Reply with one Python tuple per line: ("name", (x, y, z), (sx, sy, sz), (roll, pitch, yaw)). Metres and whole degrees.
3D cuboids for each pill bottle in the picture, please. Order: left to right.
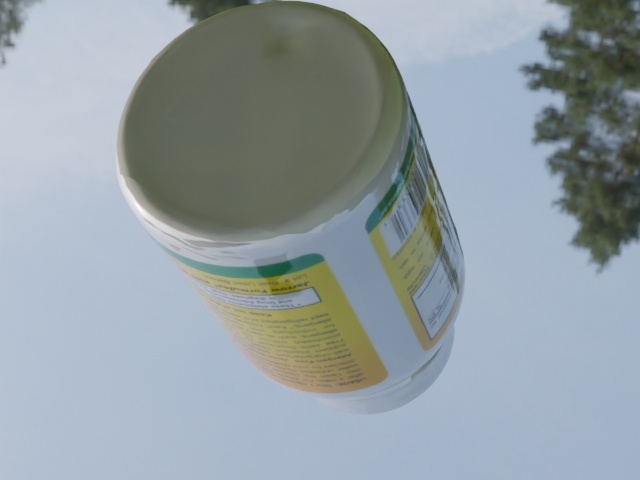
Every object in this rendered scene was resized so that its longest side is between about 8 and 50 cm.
("pill bottle", (0.000, 0.000, 0.585), (0.118, 0.208, 0.117), (-7, -119, 13))
